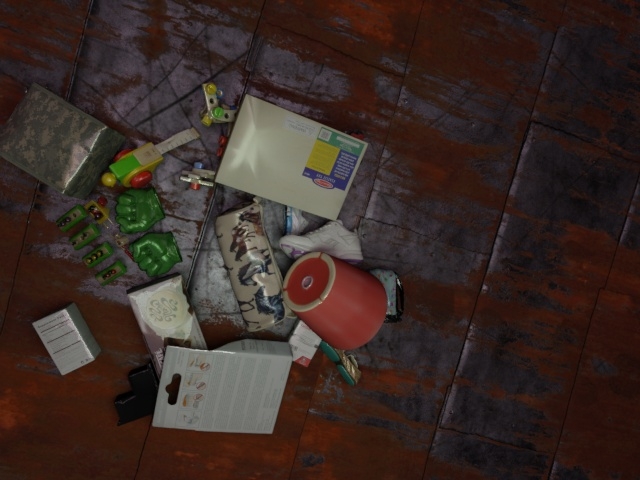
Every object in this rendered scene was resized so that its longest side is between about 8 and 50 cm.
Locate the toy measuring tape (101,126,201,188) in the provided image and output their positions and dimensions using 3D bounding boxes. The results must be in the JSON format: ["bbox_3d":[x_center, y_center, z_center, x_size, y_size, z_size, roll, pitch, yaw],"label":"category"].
[{"bbox_3d":[-0.519,-0.248,1.587,0.330,0.121,0.121,-36,101,-29],"label":"toy measuring tape"}]

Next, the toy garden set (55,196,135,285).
[{"bbox_3d":[-0.663,0.003,1.538,0.204,0.049,0.244,-28,101,25],"label":"toy garden set"}]

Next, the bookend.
[{"bbox_3d":[-0.583,0.477,1.634,0.157,0.072,0.156,-19,97,-9],"label":"bookend"}]

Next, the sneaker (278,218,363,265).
[{"bbox_3d":[0.000,0.000,1.679,0.305,0.114,0.152,9,72,-33],"label":"sneaker"}]

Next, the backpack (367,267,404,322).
[{"bbox_3d":[0.205,0.184,1.734,0.115,0.152,0.181,5,82,-21],"label":"backpack"}]

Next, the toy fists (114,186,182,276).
[{"bbox_3d":[-0.538,-0.024,1.590,0.142,0.096,0.279,-21,100,-7],"label":"toy fists"}]

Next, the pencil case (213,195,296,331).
[{"bbox_3d":[-0.206,0.071,1.629,0.184,0.160,0.410,-15,98,9],"label":"pencil case"}]

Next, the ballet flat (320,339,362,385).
[{"bbox_3d":[0.073,0.401,1.772,0.067,0.073,0.206,-41,105,-33],"label":"ballet flat"}]

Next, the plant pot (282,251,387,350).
[{"bbox_3d":[0.030,0.171,1.588,0.243,0.275,0.275,37,86,-43],"label":"plant pot"}]

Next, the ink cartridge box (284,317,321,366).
[{"bbox_3d":[-0.060,0.338,1.735,0.099,0.056,0.135,29,89,-13],"label":"ink cartridge box"}]

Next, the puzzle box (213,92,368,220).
[{"bbox_3d":[-0.085,-0.242,1.569,0.409,0.052,0.272,18,104,-22],"label":"puzzle box"}]

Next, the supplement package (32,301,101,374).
[{"bbox_3d":[-0.764,0.294,1.565,0.105,0.105,0.179,-26,99,-8],"label":"supplement package"}]

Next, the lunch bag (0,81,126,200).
[{"bbox_3d":[-0.758,-0.287,1.481,0.287,0.169,0.235,32,89,2],"label":"lunch bag"}]

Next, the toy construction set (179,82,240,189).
[{"bbox_3d":[-0.304,-0.297,1.582,0.215,0.151,0.327,9,105,-40],"label":"toy construction set"}]

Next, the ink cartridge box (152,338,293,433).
[{"bbox_3d":[-0.306,0.453,1.624,0.385,0.091,0.308,10,111,-16],"label":"ink cartridge box"}]

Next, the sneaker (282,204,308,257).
[{"bbox_3d":[-0.080,-0.037,1.696,0.083,0.071,0.190,3,94,-17],"label":"sneaker"}]

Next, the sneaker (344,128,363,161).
[{"bbox_3d":[0.017,-0.272,1.678,0.276,0.098,0.135,-13,95,-11],"label":"sneaker"}]

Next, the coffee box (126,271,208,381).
[{"bbox_3d":[-0.468,0.268,1.604,0.168,0.119,0.297,-20,98,-20],"label":"coffee box"}]
